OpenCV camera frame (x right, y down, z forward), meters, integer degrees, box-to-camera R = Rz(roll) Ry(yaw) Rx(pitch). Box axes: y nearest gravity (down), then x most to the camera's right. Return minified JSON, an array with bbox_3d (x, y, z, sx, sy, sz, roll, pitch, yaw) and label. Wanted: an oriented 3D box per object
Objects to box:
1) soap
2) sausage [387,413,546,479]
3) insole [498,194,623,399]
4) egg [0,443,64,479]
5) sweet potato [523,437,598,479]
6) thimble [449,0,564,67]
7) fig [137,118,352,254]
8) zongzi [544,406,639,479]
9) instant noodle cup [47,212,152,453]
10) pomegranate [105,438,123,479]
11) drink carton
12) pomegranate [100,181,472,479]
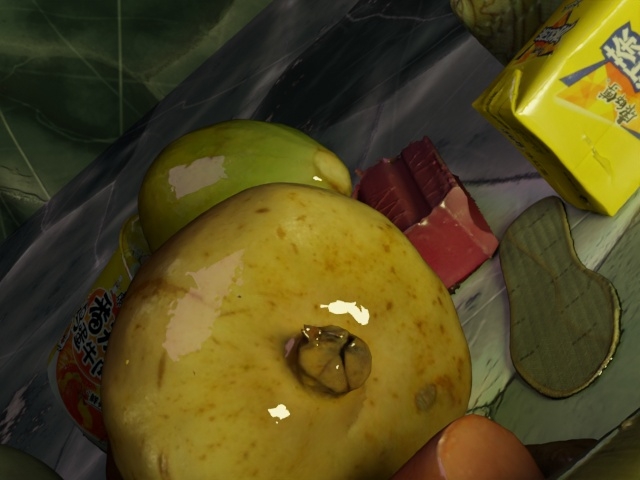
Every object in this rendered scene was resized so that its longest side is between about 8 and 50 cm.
[{"bbox_3d":[0.093,-0.020,1.684,0.162,0.099,0.250,-43,20,11],"label":"soap"},{"bbox_3d":[0.066,0.240,1.158,0.259,0.114,0.113,-51,12,42],"label":"sausage"},{"bbox_3d":[0.215,0.047,1.434,0.119,0.009,0.348,-41,20,17],"label":"insole"},{"bbox_3d":[-0.393,0.355,1.684,0.278,0.278,0.336,-52,26,-15],"label":"egg"},{"bbox_3d":[0.157,0.190,1.191,0.075,0.075,0.273,-54,16,-21],"label":"sweet potato"},{"bbox_3d":[0.261,-0.293,1.807,0.190,0.143,0.137,-41,19,14],"label":"thimble"},{"bbox_3d":[-0.074,-0.035,1.657,0.230,0.207,0.207,-25,23,6],"label":"fig"},{"bbox_3d":[0.191,0.194,0.979,0.356,0.174,0.393,-47,10,-18],"label":"zongzi"},{"bbox_3d":[-0.175,0.122,1.764,0.200,0.264,0.264,-48,17,25],"label":"instant noodle cup"},{"bbox_3d":[-0.114,0.229,1.564,0.210,0.180,0.180,20,62,30],"label":"pomegranate"},{"bbox_3d":[0.324,-0.206,1.483,0.351,0.154,0.111,-48,19,-4],"label":"drink carton"},{"bbox_3d":[-0.028,0.119,1.320,0.342,0.342,0.342,-40,20,18],"label":"pomegranate"}]
